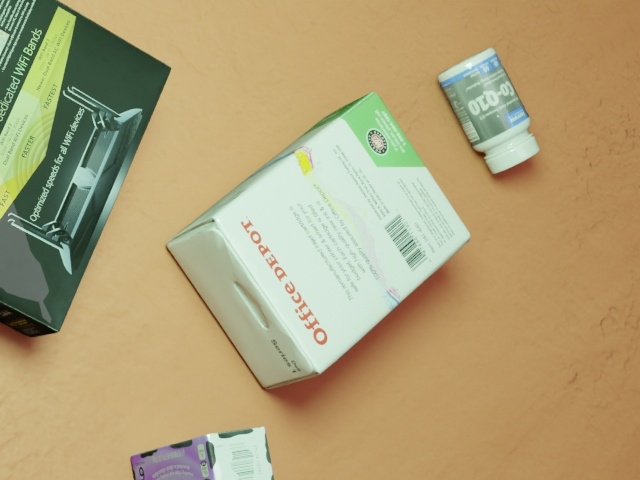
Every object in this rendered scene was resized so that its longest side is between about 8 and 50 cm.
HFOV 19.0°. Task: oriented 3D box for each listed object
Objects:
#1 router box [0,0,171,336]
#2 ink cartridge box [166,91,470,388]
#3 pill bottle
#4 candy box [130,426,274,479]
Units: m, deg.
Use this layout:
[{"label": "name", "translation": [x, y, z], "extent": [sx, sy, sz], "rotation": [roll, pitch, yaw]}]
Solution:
[{"label": "router box", "translation": [-0.317, -0.093, 1.898], "extent": [0.243, 0.081, 0.309], "rotation": [30, 69, -24]}, {"label": "ink cartridge box", "translation": [0.000, 0.000, 2.082], "extent": [0.278, 0.117, 0.201], "rotation": [-40, 100, -35]}, {"label": "pill bottle", "translation": [0.203, -0.154, 2.285], "extent": [0.078, 0.078, 0.137], "rotation": [-31, 95, -36]}, {"label": "candy box", "translation": [-0.107, 0.295, 1.902], "extent": [0.070, 0.165, 0.196], "rotation": [-5, 80, -34]}]
